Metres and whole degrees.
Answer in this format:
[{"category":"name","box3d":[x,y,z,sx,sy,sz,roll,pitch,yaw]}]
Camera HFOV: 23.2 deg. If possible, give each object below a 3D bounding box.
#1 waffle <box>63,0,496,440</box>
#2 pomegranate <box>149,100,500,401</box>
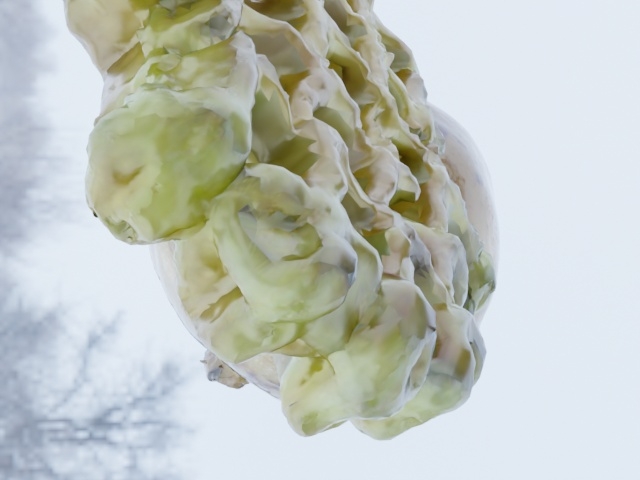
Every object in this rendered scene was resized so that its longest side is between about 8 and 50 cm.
[{"category":"waffle","box3d":[-0.024,-0.063,0.461,0.253,0.056,0.249,62,16,0]},{"category":"pomegranate","box3d":[0.000,0.000,1.016,0.248,0.248,0.248,180,-90,-77]}]
